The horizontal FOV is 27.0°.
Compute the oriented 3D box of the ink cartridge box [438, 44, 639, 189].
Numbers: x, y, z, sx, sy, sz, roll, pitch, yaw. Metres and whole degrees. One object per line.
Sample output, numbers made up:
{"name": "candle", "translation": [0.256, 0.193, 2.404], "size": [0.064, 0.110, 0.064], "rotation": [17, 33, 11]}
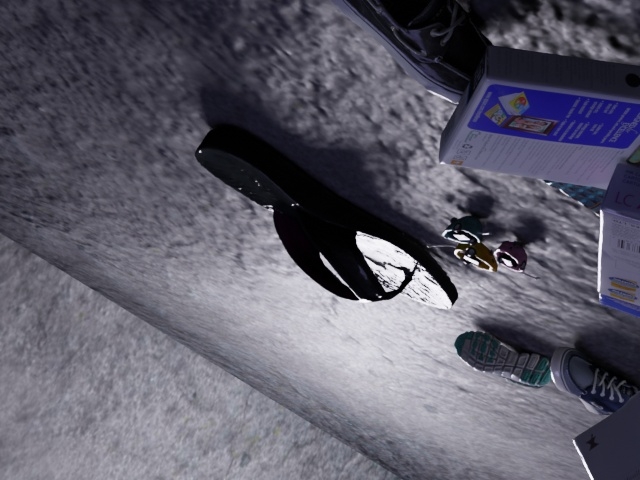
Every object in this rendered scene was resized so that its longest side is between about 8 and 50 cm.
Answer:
{"name": "ink cartridge box", "translation": [0.234, -0.110, 1.270], "size": [0.208, 0.045, 0.206], "rotation": [10, 160, -4]}

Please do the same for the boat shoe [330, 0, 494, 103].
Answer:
{"name": "boat shoe", "translation": [0.100, -0.206, 1.277], "size": [0.219, 0.078, 0.070], "rotation": [34, 163, -11]}

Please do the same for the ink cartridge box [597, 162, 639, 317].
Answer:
{"name": "ink cartridge box", "translation": [0.386, 0.027, 1.391], "size": [0.185, 0.065, 0.311], "rotation": [18, 162, 17]}

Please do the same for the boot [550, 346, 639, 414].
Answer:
{"name": "boot", "translation": [0.421, 0.213, 1.996], "size": [0.086, 0.069, 0.190], "rotation": [3, 158, 39]}

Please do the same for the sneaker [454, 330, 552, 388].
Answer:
{"name": "sneaker", "translation": [0.293, 0.200, 2.142], "size": [0.166, 0.065, 0.076], "rotation": [24, 166, 18]}

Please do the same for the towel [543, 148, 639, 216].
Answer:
{"name": "towel", "translation": [0.413, -0.039, 1.341], "size": [0.271, 0.040, 0.370], "rotation": [32, 162, -10]}

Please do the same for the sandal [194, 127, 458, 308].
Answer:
{"name": "sandal", "translation": [-0.002, 0.000, 1.942], "size": [0.445, 0.107, 0.167], "rotation": [32, 162, -14]}

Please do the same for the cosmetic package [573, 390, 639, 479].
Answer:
{"name": "cosmetic package", "translation": [0.519, 0.335, 1.675], "size": [0.385, 0.217, 0.156], "rotation": [41, -161, -33]}

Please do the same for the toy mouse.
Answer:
{"name": "toy mouse", "translation": [0.220, 0.002, 1.748], "size": [0.161, 0.031, 0.143], "rotation": [24, 162, 12]}
